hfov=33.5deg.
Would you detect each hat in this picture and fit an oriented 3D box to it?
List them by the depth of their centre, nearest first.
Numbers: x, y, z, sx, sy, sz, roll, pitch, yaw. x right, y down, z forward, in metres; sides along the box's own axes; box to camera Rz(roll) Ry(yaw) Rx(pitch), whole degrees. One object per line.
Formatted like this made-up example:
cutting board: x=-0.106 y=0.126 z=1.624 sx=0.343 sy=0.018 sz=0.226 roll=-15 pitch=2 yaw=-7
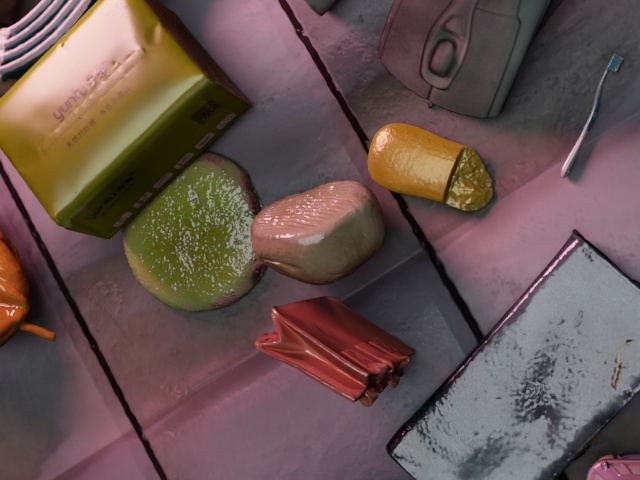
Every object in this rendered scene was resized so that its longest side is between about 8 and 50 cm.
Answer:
hat: x=-0.472 y=0.072 z=1.521 sx=0.233 sy=0.233 sz=0.244 roll=33 pitch=72 yaw=-2

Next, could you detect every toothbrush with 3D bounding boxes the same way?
toothbrush: x=0.328 y=-0.152 z=1.300 sx=0.017 sy=0.014 sz=0.162 roll=32 pitch=103 yaw=35

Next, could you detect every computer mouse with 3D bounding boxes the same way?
computer mouse: x=0.183 y=-0.290 z=1.233 sx=0.188 sy=0.122 sz=0.371 roll=30 pitch=130 yaw=9

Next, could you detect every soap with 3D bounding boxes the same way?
soap: x=0.141 y=-0.095 z=1.356 sx=0.169 sy=0.033 sz=0.089 roll=16 pitch=99 yaw=17

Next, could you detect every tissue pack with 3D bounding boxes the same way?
tissue pack: x=-0.270 y=-0.169 z=1.411 sx=0.275 sy=0.167 sz=0.200 roll=-42 pitch=72 yaw=8

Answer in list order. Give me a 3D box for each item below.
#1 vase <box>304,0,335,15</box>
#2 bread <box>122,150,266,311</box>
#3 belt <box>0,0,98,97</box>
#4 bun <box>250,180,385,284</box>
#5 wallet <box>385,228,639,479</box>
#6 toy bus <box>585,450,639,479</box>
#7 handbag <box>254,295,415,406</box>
vase: x=0.055 y=-0.390 z=1.349 sx=0.219 sy=0.096 sz=0.096 roll=-37 pitch=80 yaw=13
bread: x=-0.176 y=-0.012 z=1.470 sx=0.229 sy=0.033 sz=0.228 roll=0 pitch=90 yaw=20
belt: x=-0.399 y=-0.394 z=1.463 sx=0.300 sy=0.173 sz=0.436 roll=41 pitch=104 yaw=11
bun: x=0.000 y=0.000 z=1.352 sx=0.167 sy=0.173 sz=0.113 roll=-27 pitch=112 yaw=-14
wallet: x=0.262 y=0.189 z=1.316 sx=0.191 sy=0.046 sz=0.379 roll=42 pitch=103 yaw=12
toy bus: x=0.407 y=0.316 z=1.218 sx=0.203 sy=0.142 sz=0.141 roll=-4 pitch=90 yaw=19
handbag: x=0.024 y=0.133 z=1.309 sx=0.157 sy=0.212 sz=0.059 roll=30 pitch=101 yaw=16
